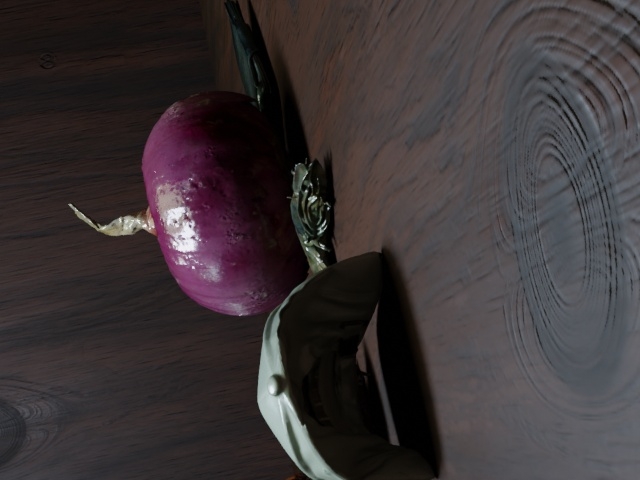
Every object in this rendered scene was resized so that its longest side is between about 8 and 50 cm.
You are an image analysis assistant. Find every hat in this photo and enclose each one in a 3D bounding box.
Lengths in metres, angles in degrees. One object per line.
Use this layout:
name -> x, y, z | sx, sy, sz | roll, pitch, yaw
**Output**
hat -> 0.010, 0.174, 1.548 | 0.301, 0.168, 0.258 | 98, 161, -70

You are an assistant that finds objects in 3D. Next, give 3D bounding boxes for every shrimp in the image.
shrimp -> 0.000, 0.000, 1.883 | 0.296, 0.058, 0.169 | 84, 165, -66

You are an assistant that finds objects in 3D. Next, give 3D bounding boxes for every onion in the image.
onion -> -0.164, -0.039, 2.164 | 0.358, 0.345, 0.358 | 47, -173, -8

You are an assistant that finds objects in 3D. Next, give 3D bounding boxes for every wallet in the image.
wallet -> -0.117, -0.290, 2.429 | 0.318, 0.045, 0.172 | -109, 7, -47

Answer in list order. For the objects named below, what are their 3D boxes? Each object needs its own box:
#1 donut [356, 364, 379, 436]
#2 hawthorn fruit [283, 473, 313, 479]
donut -> 0.028, 0.254, 1.848 | 0.230, 0.096, 0.216 | 91, 164, -62
hawthorn fruit -> -0.026, 0.510, 2.378 | 0.210, 0.210, 0.262 | 121, 155, -81
